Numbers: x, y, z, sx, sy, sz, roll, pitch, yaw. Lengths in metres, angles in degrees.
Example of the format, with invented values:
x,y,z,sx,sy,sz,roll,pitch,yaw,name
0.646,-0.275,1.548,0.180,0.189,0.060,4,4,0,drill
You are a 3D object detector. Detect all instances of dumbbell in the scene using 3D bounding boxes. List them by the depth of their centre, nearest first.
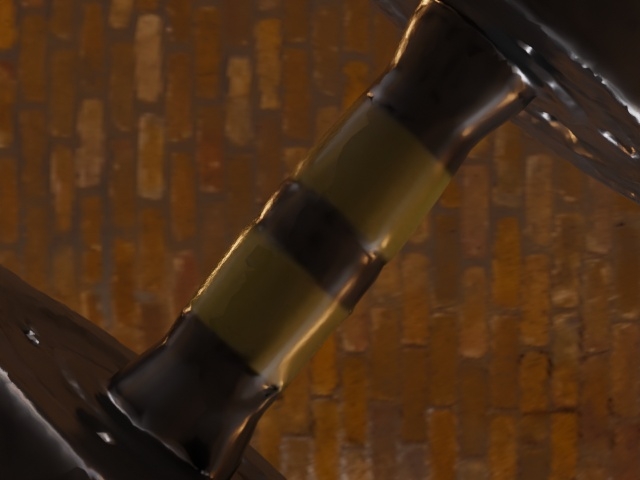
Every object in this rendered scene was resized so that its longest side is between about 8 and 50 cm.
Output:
x,y,z,sx,sy,sz,roll,pitch,yaw,name
0.000,0.000,0.425,0.185,0.185,0.388,39,-89,18,dumbbell
